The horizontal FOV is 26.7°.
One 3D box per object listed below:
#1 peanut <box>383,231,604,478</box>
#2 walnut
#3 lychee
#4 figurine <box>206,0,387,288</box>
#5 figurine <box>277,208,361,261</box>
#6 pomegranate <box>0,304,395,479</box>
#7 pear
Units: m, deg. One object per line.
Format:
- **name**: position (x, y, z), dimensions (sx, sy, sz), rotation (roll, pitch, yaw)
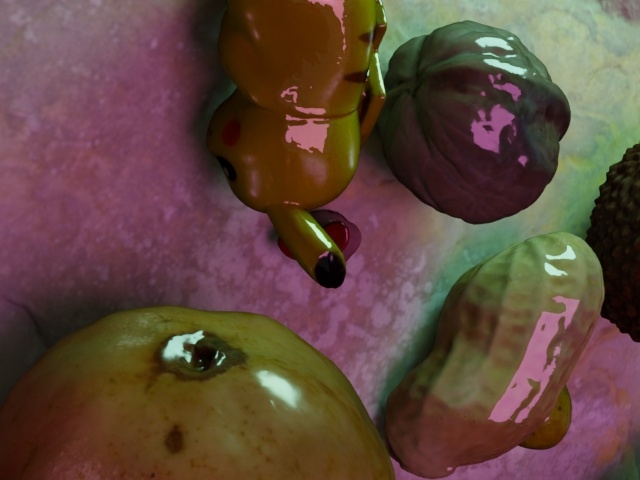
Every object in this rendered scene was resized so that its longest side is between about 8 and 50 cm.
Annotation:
- **peanut**: position (0.213, 0.138, 1.596), dimensions (0.174, 0.158, 0.340), rotation (29, 81, -15)
- **walnut**: position (0.167, -0.128, 1.457), dimensions (0.224, 0.224, 0.224), rotation (-14, 114, -36)
- **lychee**: position (0.468, -0.006, 1.699), dimensions (0.276, 0.276, 0.304), rotation (28, 103, -42)
- **figurine**: position (-0.021, -0.147, 1.318), dimensions (0.169, 0.218, 0.326), rotation (8, 111, 0)
- **figurine**: position (0.000, 0.000, 1.443), dimensions (0.071, 0.083, 0.066), rotation (-45, 137, -71)
- **pomegranate**: position (-0.129, 0.263, 1.215), dimensions (0.412, 0.411, 0.411), rotation (-14, 114, -36)
- **pear**: position (0.265, 0.207, 1.707), dimensions (0.107, 0.107, 0.131), rotation (-42, 126, -22)
